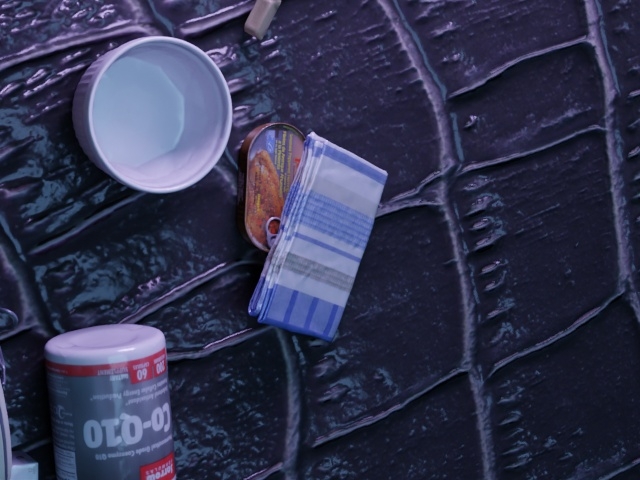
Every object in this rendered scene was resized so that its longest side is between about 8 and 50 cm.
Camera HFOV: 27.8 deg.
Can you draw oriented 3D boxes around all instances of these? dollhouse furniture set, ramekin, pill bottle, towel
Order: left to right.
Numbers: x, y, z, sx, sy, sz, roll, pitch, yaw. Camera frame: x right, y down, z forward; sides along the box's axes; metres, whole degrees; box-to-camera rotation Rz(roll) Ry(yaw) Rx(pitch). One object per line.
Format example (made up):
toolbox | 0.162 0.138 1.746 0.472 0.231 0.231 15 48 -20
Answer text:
pill bottle | -0.277 0.266 1.735 0.161 0.161 0.283 -10 101 -30
ramekin | -0.233 -0.169 1.735 0.207 0.109 0.207 -5 99 -30
dollhouse furniture set | -0.081 -0.354 1.863 0.114 0.091 0.081 -61 166 15
towel | 0.000 0.000 1.916 0.209 0.034 0.285 21 87 -53

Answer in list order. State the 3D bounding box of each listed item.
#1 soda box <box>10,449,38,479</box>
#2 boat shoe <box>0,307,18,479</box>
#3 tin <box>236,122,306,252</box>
soda box | -0.419 0.394 1.720 0.074 0.069 0.216 -3 99 -31
boat shoe | -0.468 0.091 1.571 0.156 0.187 0.500 -32 107 -69
tin | -0.069 -0.077 1.892 0.106 0.040 0.189 1 97 -28
